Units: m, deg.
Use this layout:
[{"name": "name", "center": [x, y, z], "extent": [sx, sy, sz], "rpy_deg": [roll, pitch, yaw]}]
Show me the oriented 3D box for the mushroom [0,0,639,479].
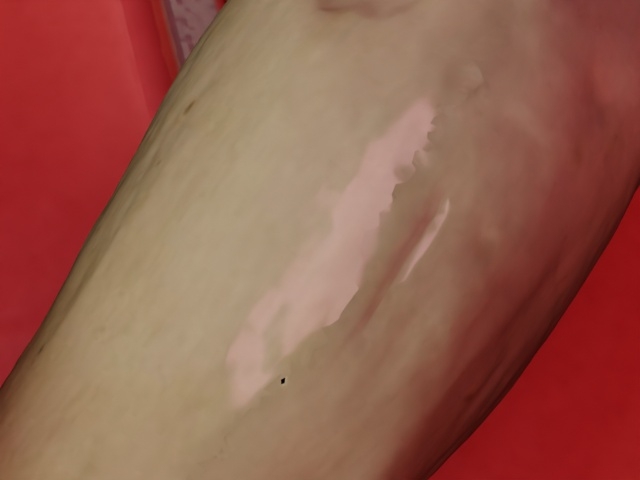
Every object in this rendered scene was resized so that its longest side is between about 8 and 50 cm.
[{"name": "mushroom", "center": [0.000, 0.000, 0.378], "extent": [0.128, 0.128, 0.350], "rpy_deg": [38, 66, 6]}]
